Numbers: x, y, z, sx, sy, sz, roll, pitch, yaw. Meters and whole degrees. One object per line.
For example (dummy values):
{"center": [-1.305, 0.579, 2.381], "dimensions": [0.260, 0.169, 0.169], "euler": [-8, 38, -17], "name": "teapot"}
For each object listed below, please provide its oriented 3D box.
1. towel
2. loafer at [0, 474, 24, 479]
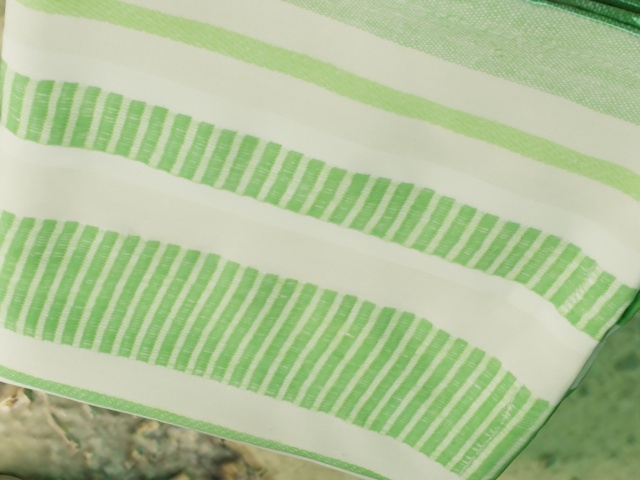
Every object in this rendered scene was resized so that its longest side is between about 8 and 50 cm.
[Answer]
{"center": [0.000, 0.000, 0.544], "dimensions": [0.248, 0.038, 0.325], "euler": [17, 147, -6], "name": "towel"}
{"center": [-0.127, 0.137, 0.691], "dimensions": [0.125, 0.045, 0.039], "euler": [6, 120, -5], "name": "loafer"}
